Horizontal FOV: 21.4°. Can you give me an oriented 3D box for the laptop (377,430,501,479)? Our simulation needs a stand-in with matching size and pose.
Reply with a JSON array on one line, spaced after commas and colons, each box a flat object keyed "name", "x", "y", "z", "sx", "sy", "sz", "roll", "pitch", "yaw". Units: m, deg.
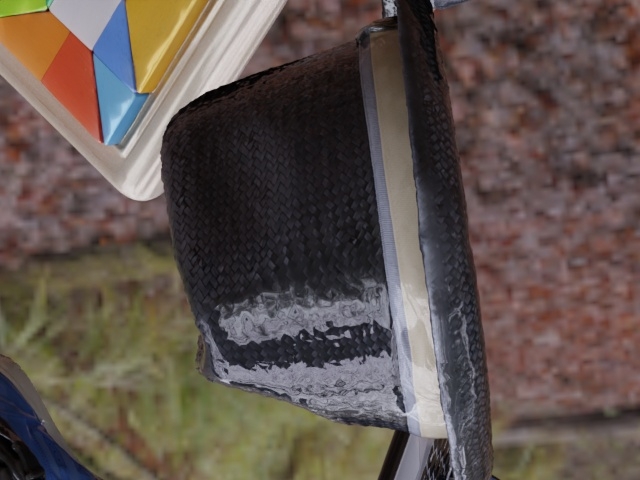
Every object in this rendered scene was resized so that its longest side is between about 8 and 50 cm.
[{"name": "laptop", "x": 0.163, "y": 0.338, "z": 1.460, "sx": 0.236, "sy": 0.382, "sz": 0.408, "roll": 12, "pitch": 144, "yaw": 14}]

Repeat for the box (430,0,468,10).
[{"name": "box", "x": 0.184, "y": -0.326, "z": 1.148, "sx": 0.296, "sy": 0.293, "sz": 0.073, "roll": -17, "pitch": 145, "yaw": 16}]

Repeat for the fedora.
[{"name": "fedora", "x": 0.000, "y": 0.000, "z": 0.915, "sx": 0.153, "sy": 0.334, "sz": 0.334, "roll": -8, "pitch": 166, "yaw": 3}]

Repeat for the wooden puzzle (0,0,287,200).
[{"name": "wooden puzzle", "x": -0.166, "y": -0.181, "z": 1.289, "sx": 0.221, "sy": 0.239, "sz": 0.044, "roll": -55, "pitch": 166, "yaw": 25}]

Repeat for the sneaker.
[{"name": "sneaker", "x": -0.122, "y": 0.122, "z": 0.736, "sx": 0.058, "sy": 0.152, "sz": 0.084, "roll": -36, "pitch": -175, "yaw": 19}]
